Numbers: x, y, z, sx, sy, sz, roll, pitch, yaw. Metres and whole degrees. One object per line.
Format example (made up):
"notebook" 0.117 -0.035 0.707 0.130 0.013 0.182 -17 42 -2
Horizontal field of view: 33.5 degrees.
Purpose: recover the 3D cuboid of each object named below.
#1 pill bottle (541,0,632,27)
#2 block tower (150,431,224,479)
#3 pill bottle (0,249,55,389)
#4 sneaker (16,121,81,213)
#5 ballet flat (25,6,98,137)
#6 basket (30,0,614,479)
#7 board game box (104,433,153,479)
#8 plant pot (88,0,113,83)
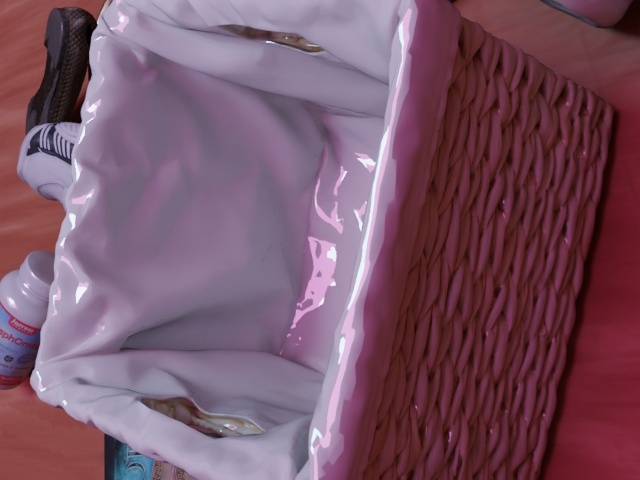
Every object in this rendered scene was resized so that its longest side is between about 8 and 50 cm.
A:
"pill bottle" 0.204 -0.316 0.733 0.169 0.169 0.301 40 109 40
"block tower" -0.015 0.222 0.890 0.335 0.091 0.097 6 85 44
"pill bottle" -0.345 0.090 1.228 0.160 0.087 0.087 -52 52 24
"sneaker" -0.197 -0.004 1.070 0.366 0.137 0.210 5 83 40
"ballet flat" -0.299 -0.166 1.232 0.084 0.058 0.250 61 142 33
"basket" 0.000 0.000 0.797 0.328 0.266 0.331 11 90 44
"board game box" -0.175 0.229 1.082 0.126 0.026 0.186 -14 73 40
"plant pot" -0.191 -0.218 1.181 0.236 0.032 0.236 -11 74 42
